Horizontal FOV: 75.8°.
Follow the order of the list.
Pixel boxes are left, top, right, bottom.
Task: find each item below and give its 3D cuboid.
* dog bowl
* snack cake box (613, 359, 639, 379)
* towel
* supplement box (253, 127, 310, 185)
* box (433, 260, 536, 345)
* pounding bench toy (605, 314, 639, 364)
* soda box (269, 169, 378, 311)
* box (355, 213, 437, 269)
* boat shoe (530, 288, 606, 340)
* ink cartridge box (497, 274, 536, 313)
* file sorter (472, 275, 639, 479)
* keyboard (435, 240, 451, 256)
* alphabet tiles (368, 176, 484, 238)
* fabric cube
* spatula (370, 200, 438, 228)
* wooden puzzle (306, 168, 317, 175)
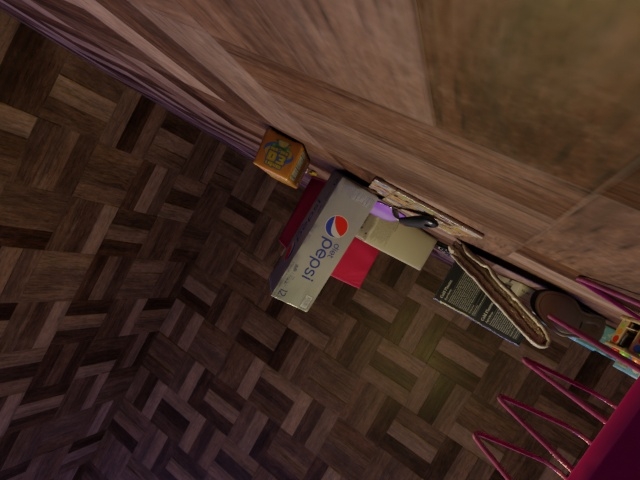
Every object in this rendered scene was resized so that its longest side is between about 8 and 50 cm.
[{"bbox_3d":[0.751,0.262,1.137,0.166,0.074,0.297,28,-177,-7],"label":"dog bowl"},{"bbox_3d":[0.836,0.332,0.935,0.265,0.089,0.152,28,-177,-15],"label":"snack cake box"},{"bbox_3d":[0.406,0.118,0.923,0.282,0.049,0.187,54,-163,28],"label":"towel"},{"bbox_3d":[-0.075,-0.164,0.861,0.078,0.080,0.233,26,-178,0],"label":"supplement box"},{"bbox_3d":[0.613,0.217,1.539,0.313,0.178,0.343,29,-177,19],"label":"box"},{"bbox_3d":[0.527,0.171,0.676,0.052,0.065,0.083,29,-177,4],"label":"pounding bench toy"},{"bbox_3d":[0.000,0.000,0.865,0.091,0.286,0.098,28,-169,-17],"label":"soda box"},{"bbox_3d":[0.206,-0.016,1.163,0.275,0.113,0.094,27,-176,-41],"label":"box"},{"bbox_3d":[0.522,0.162,0.895,0.233,0.084,0.079,24,-179,-28],"label":"boat shoe"},{"bbox_3d":[0.592,0.164,1.205,0.104,0.060,0.180,29,-176,-5],"label":"ink cartridge box"},{"bbox_3d":[0.376,0.222,0.539,0.202,0.290,0.182,27,-173,-18],"label":"file sorter"},{"bbox_3d":[0.413,0.035,1.330,0.108,0.023,0.180,31,-176,30],"label":"keyboard"},{"bbox_3d":[0.180,-0.058,0.776,0.198,0.009,0.237,28,-177,1],"label":"alphabet tiles"},{"bbox_3d":[0.049,-0.033,1.386,0.259,0.258,0.254,27,-177,-22],"label":"fabric cube"},{"bbox_3d":[0.165,-0.048,0.843,0.084,0.030,0.296,27,-176,-14],"label":"spatula"},{"bbox_3d":[-0.065,-0.220,1.198,0.116,0.014,0.078,28,179,-11],"label":"wooden puzzle"}]
